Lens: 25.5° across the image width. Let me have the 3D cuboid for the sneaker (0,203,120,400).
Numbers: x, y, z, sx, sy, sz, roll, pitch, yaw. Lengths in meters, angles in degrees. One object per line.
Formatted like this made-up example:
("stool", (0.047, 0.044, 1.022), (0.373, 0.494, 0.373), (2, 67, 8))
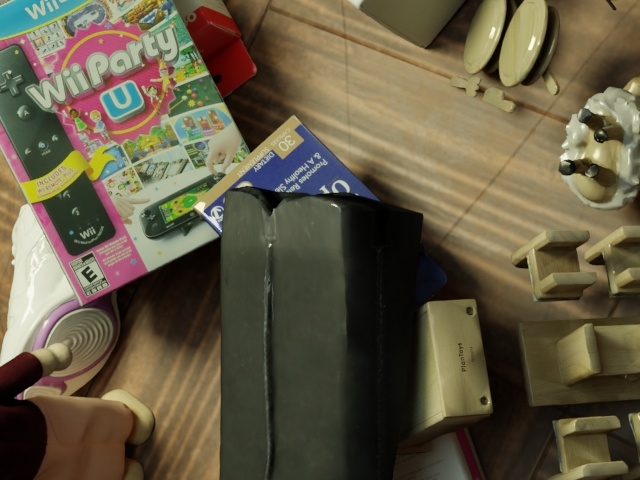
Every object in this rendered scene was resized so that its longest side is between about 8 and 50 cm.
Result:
("sneaker", (-0.284, 0.040, 1.557), (0.152, 0.114, 0.305), (15, 82, 45))

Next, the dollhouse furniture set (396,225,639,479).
("dollhouse furniture set", (0.187, 0.115, 1.251), (0.242, 0.161, 0.212), (-2, 73, -17))

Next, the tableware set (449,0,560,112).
("tableware set", (0.185, -0.189, 1.334), (0.194, 0.039, 0.128), (-132, 59, -72))

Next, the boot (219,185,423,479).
("boot", (-0.074, 0.169, 1.281), (0.367, 0.146, 0.445), (6, 101, 40))

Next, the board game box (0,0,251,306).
("board game box", (-0.213, -0.116, 1.441), (0.224, 0.097, 0.303), (-27, 91, -7))

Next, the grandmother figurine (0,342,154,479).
("grandmother figurine", (-0.295, 0.200, 1.372), (0.104, 0.342, 0.208), (-5, 75, 27))

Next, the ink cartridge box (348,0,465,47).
("ink cartridge box", (0.039, -0.429, 1.446), (0.279, 0.160, 0.385), (-51, 62, 13))

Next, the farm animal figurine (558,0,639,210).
("farm animal figurine", (0.385, -0.169, 1.213), (0.330, 0.172, 0.327), (11, 98, 30))

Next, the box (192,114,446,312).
("box", (0.000, 0.000, 1.355), (0.136, 0.036, 0.225), (-42, 71, -6))

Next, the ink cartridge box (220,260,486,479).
("ink cartridge box", (0.035, 0.152, 1.371), (0.176, 0.069, 0.371), (-27, 69, 20))

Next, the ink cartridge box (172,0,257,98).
("ink cartridge box", (-0.183, -0.249, 1.556), (0.134, 0.078, 0.231), (-34, 74, 17))

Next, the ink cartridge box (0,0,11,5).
("ink cartridge box", (-0.370, -0.254, 1.629), (0.109, 0.150, 0.063), (29, 92, 30))
